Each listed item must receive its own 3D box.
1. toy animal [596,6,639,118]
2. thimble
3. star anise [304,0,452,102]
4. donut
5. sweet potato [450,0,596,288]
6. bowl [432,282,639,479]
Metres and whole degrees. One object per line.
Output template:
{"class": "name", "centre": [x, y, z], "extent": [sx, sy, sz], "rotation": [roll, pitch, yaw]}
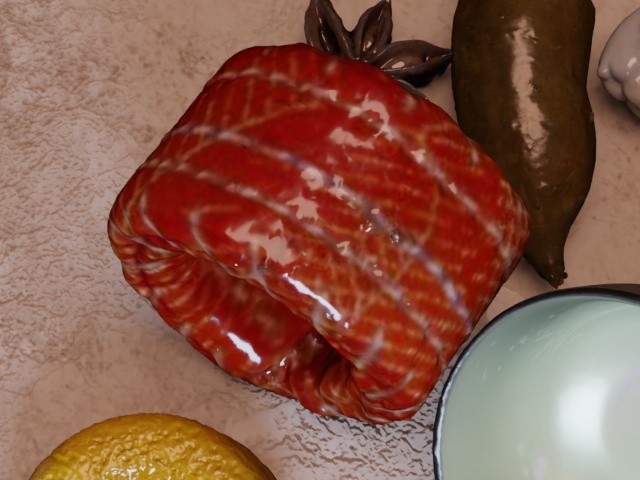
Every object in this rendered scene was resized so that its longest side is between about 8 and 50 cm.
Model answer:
{"class": "toy animal", "centre": [0.451, -0.123, 1.886], "extent": [0.258, 0.194, 0.357], "rotation": [-39, 66, -4]}
{"class": "thimble", "centre": [0.000, 0.000, 1.736], "extent": [0.350, 0.350, 0.231], "rotation": [29, 71, 10]}
{"class": "star anise", "centre": [0.048, -0.152, 1.938], "extent": [0.197, 0.073, 0.212], "rotation": [27, 61, 1]}
{"class": "donut", "centre": [-0.154, 0.295, 1.751], "extent": [0.302, 0.110, 0.303], "rotation": [0, 68, 1]}
{"class": "sweet potato", "centre": [0.198, -0.138, 1.897], "extent": [0.157, 0.158, 0.370], "rotation": [3, 72, 1]}
{"class": "bowl", "centre": [0.297, 0.193, 1.717], "extent": [0.354, 0.354, 0.185], "rotation": [47, 33, 16]}
